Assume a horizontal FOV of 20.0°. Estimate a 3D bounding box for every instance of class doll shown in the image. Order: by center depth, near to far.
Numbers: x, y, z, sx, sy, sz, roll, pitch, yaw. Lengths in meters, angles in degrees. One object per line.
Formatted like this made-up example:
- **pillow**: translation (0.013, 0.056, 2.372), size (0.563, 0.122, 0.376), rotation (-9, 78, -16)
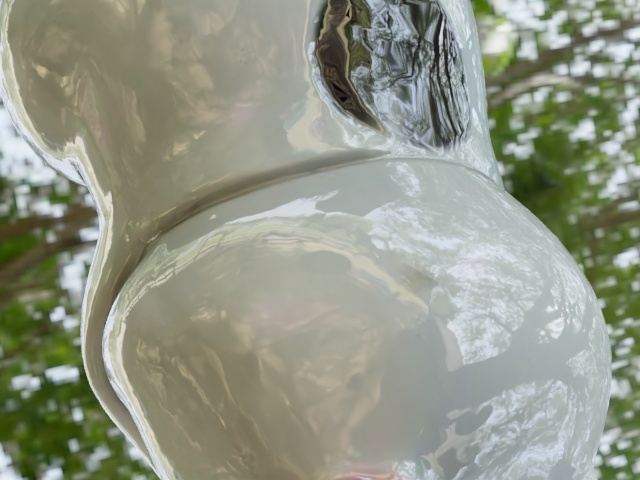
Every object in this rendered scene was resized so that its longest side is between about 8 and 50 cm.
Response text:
- **doll**: translation (-0.003, -0.004, 0.399), size (0.107, 0.110, 0.180), rotation (-45, -128, 44)
